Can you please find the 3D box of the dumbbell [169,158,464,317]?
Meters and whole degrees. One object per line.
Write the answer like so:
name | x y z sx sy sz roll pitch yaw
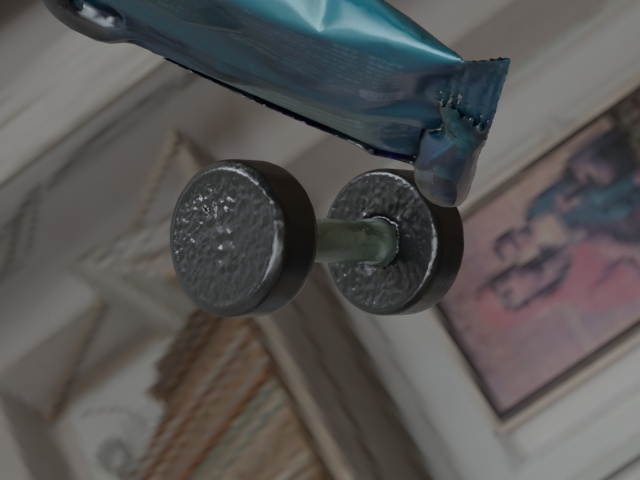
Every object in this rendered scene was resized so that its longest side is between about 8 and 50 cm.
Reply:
dumbbell | 0.000 0.000 1.282 0.191 0.100 0.100 2 -129 -49

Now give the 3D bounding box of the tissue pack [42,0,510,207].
tissue pack | -0.027 -0.051 0.412 0.138 0.028 0.085 27 168 5
